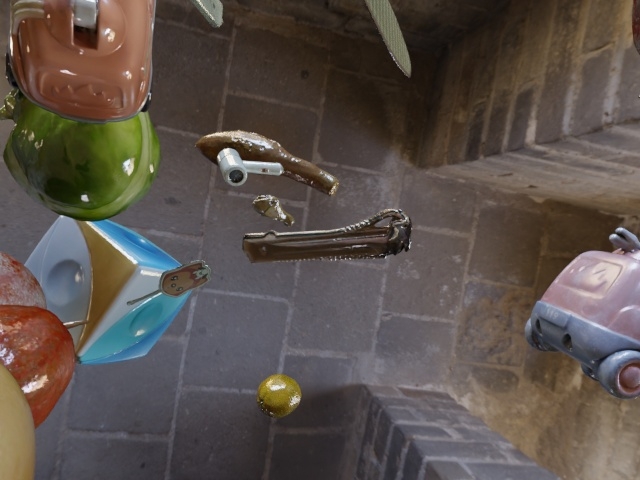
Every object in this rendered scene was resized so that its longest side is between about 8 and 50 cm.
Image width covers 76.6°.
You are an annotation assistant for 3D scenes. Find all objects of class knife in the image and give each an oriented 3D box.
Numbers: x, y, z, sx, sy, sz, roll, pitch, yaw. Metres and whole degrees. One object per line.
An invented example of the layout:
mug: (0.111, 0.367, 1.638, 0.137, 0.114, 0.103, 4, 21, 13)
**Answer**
knife: (0.003, 0.000, 0.795, 0.364, 0.043, 0.089, -6, 93, 24)

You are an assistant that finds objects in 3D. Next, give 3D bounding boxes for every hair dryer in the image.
hair dryer: (-0.135, -0.145, 0.826, 0.137, 0.082, 0.047, 0, 125, -27)

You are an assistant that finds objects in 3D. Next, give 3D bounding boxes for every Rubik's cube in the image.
Rubik's cube: (-0.666, 0.150, 1.277, 0.352, 0.351, 0.348, 33, 86, 14)

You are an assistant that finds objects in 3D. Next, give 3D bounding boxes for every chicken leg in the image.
chicken leg: (-0.164, -0.107, 1.514, 0.197, 0.069, 0.085, 35, 80, -39)

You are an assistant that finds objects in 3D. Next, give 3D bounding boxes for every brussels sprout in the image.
brussels sprout: (-0.519, -0.215, 0.916, 0.314, 0.275, 0.371, 37, 113, 14)

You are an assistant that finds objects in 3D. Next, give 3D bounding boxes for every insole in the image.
insole: (0.039, -0.255, 0.380, 0.253, 0.005, 0.086, 42, 43, -44)

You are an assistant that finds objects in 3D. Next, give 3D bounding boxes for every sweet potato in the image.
sweet potato: (-0.134, -0.208, 1.042, 0.384, 0.109, 0.109, 15, 88, 1)

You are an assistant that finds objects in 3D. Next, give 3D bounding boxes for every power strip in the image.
power strip: (-0.361, -0.751, 1.265, 0.029, 0.227, 0.080, 7, 87, 15)

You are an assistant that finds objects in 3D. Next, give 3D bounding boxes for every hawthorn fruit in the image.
hawthorn fruit: (-0.494, 0.196, 0.654, 0.210, 0.262, 0.211, 3, 106, 9)

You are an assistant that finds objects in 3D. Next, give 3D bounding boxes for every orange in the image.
orange: (-0.087, 0.319, 0.829, 0.095, 0.085, 0.085, -5, 94, -48)

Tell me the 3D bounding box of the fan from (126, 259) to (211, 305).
fan: (-0.387, 0.118, 1.046, 0.219, 0.132, 0.009, -24, 58, -19)

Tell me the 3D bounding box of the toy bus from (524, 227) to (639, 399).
toy bus: (0.509, 0.136, 0.648, 0.294, 0.197, 0.232, 28, 93, -8)

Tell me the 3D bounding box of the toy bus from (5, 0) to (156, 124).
toy bus: (-0.326, -0.317, 0.560, 0.193, 0.232, 0.288, 3, 90, -28)

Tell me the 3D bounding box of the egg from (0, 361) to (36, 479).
egg: (-0.364, 0.217, 0.231, 0.301, 0.301, 0.374, 55, 37, -10)

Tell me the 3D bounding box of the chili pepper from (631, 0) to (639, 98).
chili pepper: (0.239, -0.174, 0.266, 0.050, 0.041, 0.154, -2, 100, 1)

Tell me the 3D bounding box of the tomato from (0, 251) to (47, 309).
tomato: (-0.721, 0.154, 0.789, 0.316, 0.316, 0.283, -15, 101, -13)
